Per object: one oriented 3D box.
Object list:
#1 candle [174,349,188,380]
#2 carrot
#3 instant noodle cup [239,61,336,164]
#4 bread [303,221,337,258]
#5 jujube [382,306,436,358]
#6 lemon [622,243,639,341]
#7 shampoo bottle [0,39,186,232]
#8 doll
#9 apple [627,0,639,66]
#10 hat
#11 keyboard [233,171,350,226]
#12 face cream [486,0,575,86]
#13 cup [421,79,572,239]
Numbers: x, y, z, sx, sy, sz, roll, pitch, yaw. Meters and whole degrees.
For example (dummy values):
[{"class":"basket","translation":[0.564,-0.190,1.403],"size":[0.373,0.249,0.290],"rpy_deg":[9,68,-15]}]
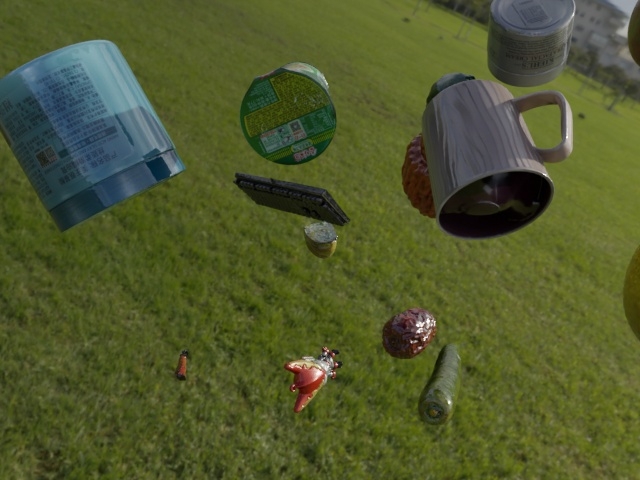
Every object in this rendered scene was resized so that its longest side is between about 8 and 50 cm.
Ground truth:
[{"class":"candle","translation":[-0.316,0.282,1.423],"size":[0.026,0.021,0.167],"rpy_deg":[-11,11,-8]},{"class":"carrot","translation":[0.268,0.296,1.348],"size":[0.074,0.074,0.358],"rpy_deg":[30,18,10]},{"class":"instant noodle cup","translation":[-0.059,-0.306,1.390],"size":[0.207,0.207,0.232],"rpy_deg":[23,28,-7]},{"class":"bread","translation":[0.000,0.000,1.682],"size":[0.083,0.094,0.157],"rpy_deg":[-12,36,-5]},{"class":"jujube","translation":[0.226,0.230,1.566],"size":[0.109,0.112,0.176],"rpy_deg":[48,34,20]},{"class":"lemon","translation":[0.711,0.087,1.107],"size":[0.336,0.336,0.336],"rpy_deg":[21,24,-10]},{"class":"shampoo bottle","translation":[-0.542,-0.241,1.459],"size":[0.342,0.331,0.331],"rpy_deg":[62,22,-10]},{"class":"doll","translation":[-0.015,0.287,1.352],"size":[0.057,0.109,0.169],"rpy_deg":[-6,10,33]},{"class":"apple","translation":[0.918,-0.542,1.541],"size":[0.306,0.235,0.305],"rpy_deg":[25,-13,6]},{"class":"hat","translation":[0.326,-0.257,1.540],"size":[0.285,0.400,0.285],"rpy_deg":[-7,43,7]},{"class":"keyboard","translation":[-0.071,-0.087,1.266],"size":[0.317,0.027,0.106],"rpy_deg":[17,-25,51]},{"class":"face cream","translation":[0.455,-0.450,1.365],"size":[0.177,0.177,0.153],"rpy_deg":[41,-16,31]},{"class":"cup","translation":[0.337,-0.178,1.235],"size":[0.208,0.288,0.273],"rpy_deg":[15,50,-24]}]
